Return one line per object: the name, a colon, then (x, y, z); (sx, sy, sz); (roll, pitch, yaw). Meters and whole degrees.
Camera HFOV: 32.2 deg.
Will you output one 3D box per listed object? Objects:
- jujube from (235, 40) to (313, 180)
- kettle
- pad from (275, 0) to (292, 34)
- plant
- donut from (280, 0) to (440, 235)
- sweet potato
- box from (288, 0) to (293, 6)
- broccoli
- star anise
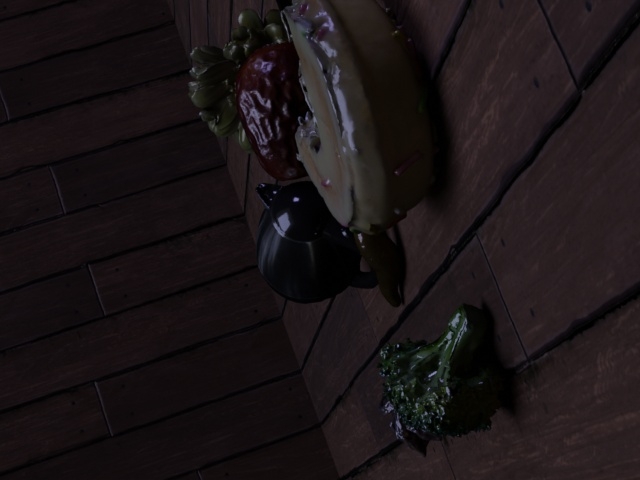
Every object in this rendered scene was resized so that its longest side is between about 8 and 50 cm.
jujube: (-0.056, -0.232, 1.981); (0.183, 0.183, 0.243); (-165, 60, -78)
kettle: (-0.017, 0.000, 2.060); (0.271, 0.207, 0.250); (84, 162, -68)
pad: (-0.042, -0.380, 1.866); (0.176, 0.002, 0.266); (47, -162, -44)
plant: (-0.093, -0.306, 2.184); (0.261, 0.297, 0.306); (48, 121, 7)
donut: (0.058, -0.173, 1.573); (0.371, 0.150, 0.307); (86, 162, -55)
sweet potato: (0.110, 0.042, 1.917); (0.069, 0.059, 0.249); (26, 152, 42)
box: (0.009, -0.357, 1.753); (0.141, 0.064, 0.220); (90, 161, -59)
broccoli: (0.182, 0.178, 1.574); (0.219, 0.194, 0.194); (-76, -24, -63)
star anise: (0.156, 0.296, 2.043); (0.231, 0.089, 0.209); (118, 142, -60)
